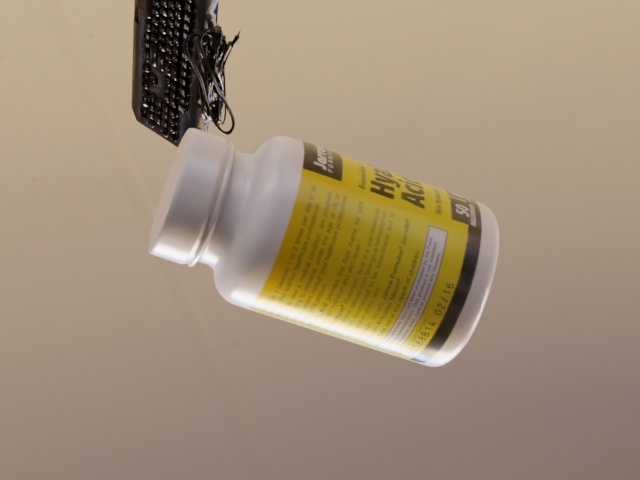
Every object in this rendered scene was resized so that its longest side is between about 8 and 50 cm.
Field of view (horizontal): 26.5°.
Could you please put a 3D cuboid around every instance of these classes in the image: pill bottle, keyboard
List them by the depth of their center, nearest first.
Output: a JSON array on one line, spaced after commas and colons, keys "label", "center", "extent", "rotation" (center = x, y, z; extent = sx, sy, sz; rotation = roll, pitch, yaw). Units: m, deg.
[{"label": "pill bottle", "center": [0.000, 0.000, 0.493], "extent": [0.116, 0.065, 0.065], "rotation": [18, -59, -12]}, {"label": "keyboard", "center": [-0.107, -0.144, 0.997], "extent": [0.100, 0.038, 0.192], "rotation": [28, -45, 22]}]
